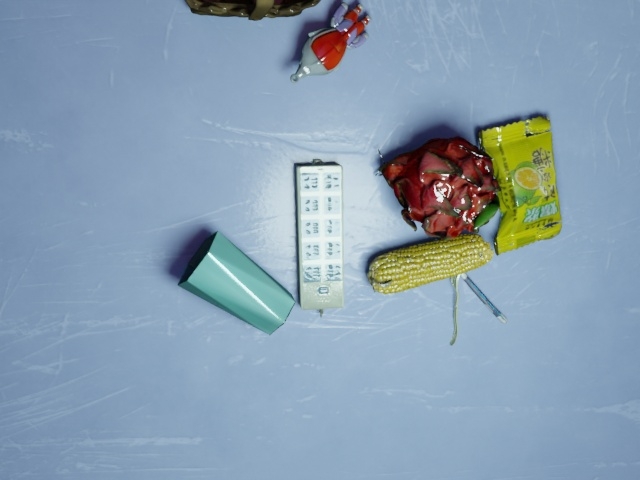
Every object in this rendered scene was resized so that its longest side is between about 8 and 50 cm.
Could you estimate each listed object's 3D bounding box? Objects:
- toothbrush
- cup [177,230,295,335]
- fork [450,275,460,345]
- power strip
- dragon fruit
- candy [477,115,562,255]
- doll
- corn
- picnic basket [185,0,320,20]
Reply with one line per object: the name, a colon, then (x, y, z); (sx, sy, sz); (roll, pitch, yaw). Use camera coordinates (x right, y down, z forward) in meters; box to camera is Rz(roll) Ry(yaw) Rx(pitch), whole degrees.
toothbrush: (0.363, 0.105, 1.604); (0.026, 0.024, 0.288); (-43, 106, 2)
cup: (-0.175, 0.100, 1.462); (0.235, 0.148, 0.134); (34, 68, -15)
fork: (0.325, 0.155, 1.597); (0.028, 0.034, 0.220); (-5, 113, -18)
power strip: (0.000, 0.000, 1.511); (0.106, 0.043, 0.368); (-3, 103, -8)
dragon fruit: (0.251, -0.131, 1.442); (0.292, 0.234, 0.234); (26, 97, 8)
candy: (0.470, -0.128, 1.540); (0.187, 0.081, 0.298); (-14, 104, -8)
doll: (0.019, -0.414, 1.408); (0.227, 0.075, 0.102); (-47, 115, -7)
corn: (0.250, 0.049, 1.519); (0.292, 0.106, 0.107); (-18, 104, 3)
picnic basket: (-0.127, -0.544, 1.236); (0.291, 0.321, 0.255); (-5, 99, -10)
